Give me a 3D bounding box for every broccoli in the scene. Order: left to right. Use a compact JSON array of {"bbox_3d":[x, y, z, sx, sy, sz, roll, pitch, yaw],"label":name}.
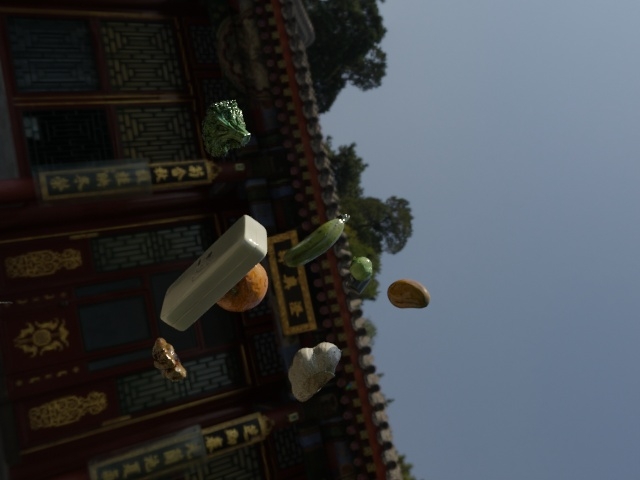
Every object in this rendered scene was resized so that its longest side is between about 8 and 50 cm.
[{"bbox_3d":[-0.331,-0.397,1.946,0.219,0.194,0.194,-60,-143,6],"label":"broccoli"}]

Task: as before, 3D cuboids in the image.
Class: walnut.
[{"bbox_3d":[-0.502,0.395,1.753,0.142,0.069,0.170,62,-14,-23],"label":"walnut"}]

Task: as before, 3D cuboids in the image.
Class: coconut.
[{"bbox_3d":[0.144,0.098,1.916,0.096,0.088,0.088,60,-32,14],"label":"coconut"}]

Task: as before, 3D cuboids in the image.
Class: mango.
[{"bbox_3d":[0.315,0.190,1.912,0.165,0.089,0.115,-7,-129,38],"label":"mango"}]

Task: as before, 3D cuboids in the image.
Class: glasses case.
[{"bbox_3d":[-0.258,0.080,1.293,0.313,0.070,0.131,-41,-153,18],"label":"glasses case"}]

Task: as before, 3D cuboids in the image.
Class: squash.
[{"bbox_3d":[0.000,0.000,2.083,0.094,0.341,0.094,43,-24,24],"label":"squash"}]

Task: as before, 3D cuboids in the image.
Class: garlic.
[{"bbox_3d":[-0.037,0.445,1.874,0.229,0.143,0.178,-59,-175,6],"label":"garlic"}]

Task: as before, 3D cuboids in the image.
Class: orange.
[{"bbox_3d":[-0.339,0.172,2.206,0.246,0.246,0.245,29,-57,57],"label":"orange"}]

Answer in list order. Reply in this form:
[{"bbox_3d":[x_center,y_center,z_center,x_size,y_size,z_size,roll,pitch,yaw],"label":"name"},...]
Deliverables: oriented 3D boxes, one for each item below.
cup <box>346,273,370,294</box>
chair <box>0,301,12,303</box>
[{"bbox_3d":[0.151,0.167,2.231,0.078,0.077,0.100,11,-33,47],"label":"cup"},{"bbox_3d":[-0.892,0.216,1.328,0.247,0.173,0.158,168,-61,-80],"label":"chair"}]
